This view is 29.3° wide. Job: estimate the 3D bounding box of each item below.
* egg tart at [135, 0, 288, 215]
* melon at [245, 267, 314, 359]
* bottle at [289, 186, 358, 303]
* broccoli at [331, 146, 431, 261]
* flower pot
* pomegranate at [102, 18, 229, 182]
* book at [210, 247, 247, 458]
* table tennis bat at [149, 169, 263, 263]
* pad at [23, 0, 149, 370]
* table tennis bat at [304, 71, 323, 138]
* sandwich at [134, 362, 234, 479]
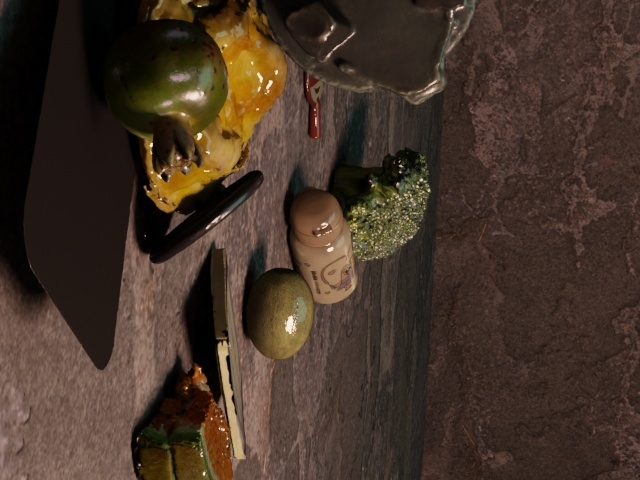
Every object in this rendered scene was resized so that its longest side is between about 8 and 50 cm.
[{"bbox_3d":[-0.109,-0.164,1.241,0.297,0.132,0.297,6,90,-78],"label":"egg tart"},{"bbox_3d":[-0.056,0.102,1.708,0.098,0.098,0.130,-28,121,-75],"label":"melon"},{"bbox_3d":[0.000,0.000,1.917,0.209,0.097,0.110,79,-11,-53],"label":"bottle"},{"bbox_3d":[0.105,-0.071,2.166,0.198,0.176,0.226,112,-19,-68],"label":"broccoli"},{"bbox_3d":[0.078,-0.320,1.619,0.283,0.299,0.299,-31,127,-82],"label":"flower pot"},{"bbox_3d":[-0.131,-0.121,1.053,0.114,0.115,0.142,69,9,-64],"label":"pomegranate"},{"bbox_3d":[-0.117,0.145,1.542,0.157,0.026,0.231,-98,-177,-48],"label":"book"},{"bbox_3d":[-0.121,-0.032,1.338,0.027,0.150,0.236,52,5,-10],"label":"table tennis bat"},{"bbox_3d":[-0.216,-0.077,1.081,0.315,0.063,0.375,76,15,-58],"label":"pad"},{"bbox_3d":[-0.010,-0.237,1.926,0.098,0.019,0.154,-53,144,-67],"label":"table tennis bat"},{"bbox_3d":[-0.143,0.253,1.439,0.235,0.079,0.159,83,18,-47],"label":"sandwich"}]
